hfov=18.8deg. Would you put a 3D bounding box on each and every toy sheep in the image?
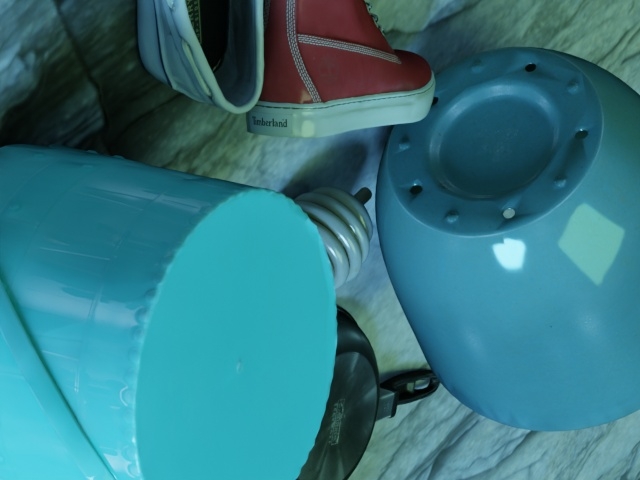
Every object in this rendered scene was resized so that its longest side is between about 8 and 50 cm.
[{"bbox_3d":[0.000,0.000,1.576,0.132,0.091,0.091,-53,151,-33],"label":"toy sheep"}]

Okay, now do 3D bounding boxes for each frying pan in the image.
[{"bbox_3d":[0.024,0.175,1.758,0.326,0.053,0.197,35,74,-55],"label":"frying pan"}]

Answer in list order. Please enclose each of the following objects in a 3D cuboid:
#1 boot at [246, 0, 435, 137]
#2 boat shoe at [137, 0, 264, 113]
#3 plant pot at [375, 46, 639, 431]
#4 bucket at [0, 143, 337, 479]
[{"bbox_3d":[0.024,-0.176,1.462,0.244,0.088,0.176,-17,111,-63],"label":"boot"},{"bbox_3d":[-0.079,-0.198,1.288,0.096,0.088,0.267,-32,141,-34],"label":"boat shoe"},{"bbox_3d":[0.177,-0.023,1.613,0.293,0.293,0.235,-50,142,-11],"label":"plant pot"},{"bbox_3d":[-0.127,0.073,1.299,0.281,0.183,0.281,-21,115,-55],"label":"bucket"}]
